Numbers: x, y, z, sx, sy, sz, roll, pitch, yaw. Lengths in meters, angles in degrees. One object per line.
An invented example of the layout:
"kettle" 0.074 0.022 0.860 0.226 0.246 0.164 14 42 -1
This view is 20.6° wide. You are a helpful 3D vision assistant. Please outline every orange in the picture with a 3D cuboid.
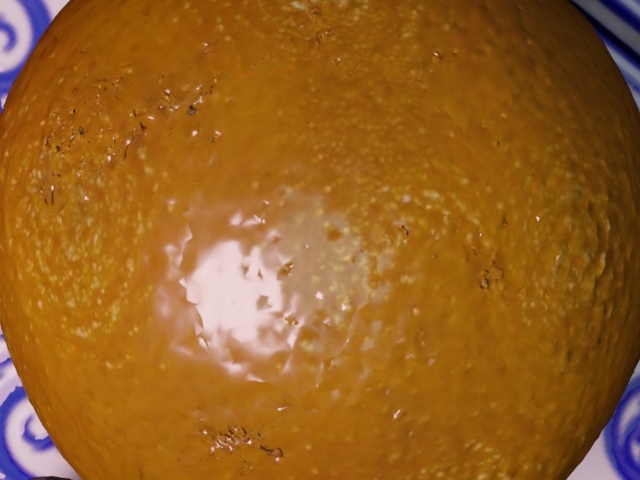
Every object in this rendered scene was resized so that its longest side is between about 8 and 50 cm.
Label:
"orange" 0.000 0.000 0.698 0.274 0.274 0.274 0 95 -1

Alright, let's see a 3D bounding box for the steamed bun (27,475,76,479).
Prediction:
"steamed bun" -0.097 0.196 0.798 0.145 0.106 0.175 19 108 -8
